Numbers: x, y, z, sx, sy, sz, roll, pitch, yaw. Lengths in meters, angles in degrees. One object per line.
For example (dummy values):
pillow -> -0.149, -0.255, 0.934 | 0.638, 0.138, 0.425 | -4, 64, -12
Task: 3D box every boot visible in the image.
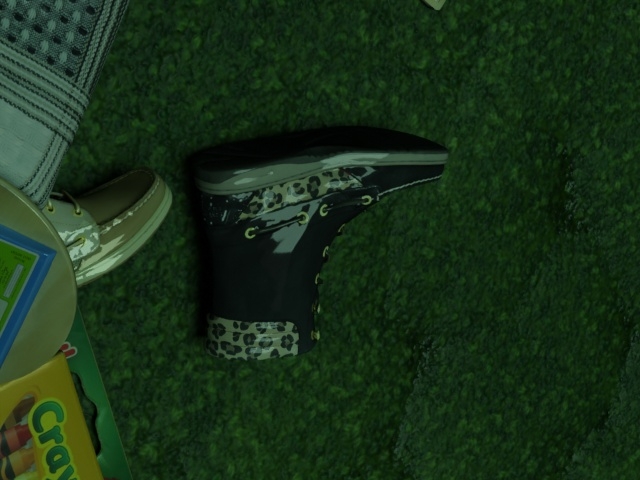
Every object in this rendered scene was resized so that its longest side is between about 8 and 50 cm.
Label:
boot -> -0.002, 0.000, 1.446 | 0.236, 0.085, 0.178 | -9, 111, -29
boot -> -0.224, -0.039, 1.263 | 0.213, 0.077, 0.165 | -32, 120, -19

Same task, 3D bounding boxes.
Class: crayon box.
crayon box -> -0.279, 0.204, 1.295 | 0.318, 0.081, 0.202 | -29, 119, -28

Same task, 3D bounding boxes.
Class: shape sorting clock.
shape sorting clock -> -0.271, 0.021, 1.194 | 0.040, 0.206, 0.206 | -81, 149, -51

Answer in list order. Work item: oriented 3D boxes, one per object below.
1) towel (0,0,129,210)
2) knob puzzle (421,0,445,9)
towel -> -0.253, -0.226, 1.147 | 0.324, 0.056, 0.312 | 34, 67, -38
knob puzzle -> 0.088, -0.319, 1.450 | 0.213, 0.030, 0.213 | -12, 111, -34
